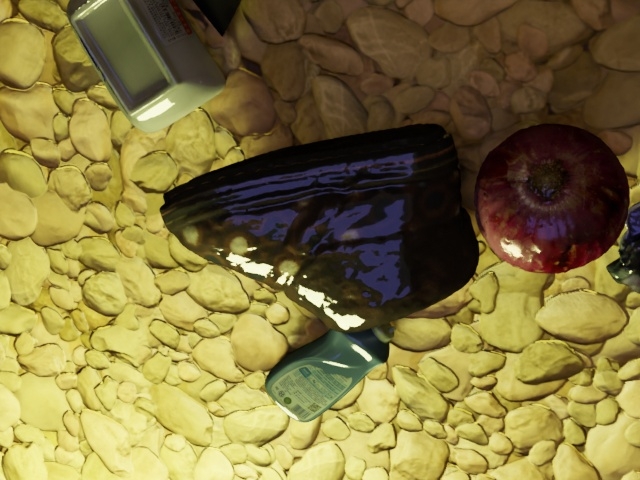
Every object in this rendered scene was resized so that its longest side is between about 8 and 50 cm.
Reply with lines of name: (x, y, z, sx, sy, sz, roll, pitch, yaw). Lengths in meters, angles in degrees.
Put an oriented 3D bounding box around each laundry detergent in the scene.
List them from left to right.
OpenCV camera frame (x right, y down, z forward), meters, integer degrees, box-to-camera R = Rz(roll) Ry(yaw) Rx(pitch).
laundry detergent: (0.021, 0.166, 1.305, 0.206, 0.061, 0.096, -39, 91, 26)

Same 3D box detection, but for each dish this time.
dish: (-0.240, -0.250, 1.234, 0.151, 0.077, 0.212, -26, 99, 25)

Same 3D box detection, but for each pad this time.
pad: (-0.141, -0.324, 1.140, 0.004, 0.190, 0.127, -40, 95, -17)

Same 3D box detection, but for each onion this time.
onion: (0.266, -0.048, 1.101, 0.177, 0.153, 0.177, 3, 97, 29)

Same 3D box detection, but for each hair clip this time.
hair clip: (0.424, -0.011, 1.114, 0.195, 0.052, 0.124, -34, 101, 21)

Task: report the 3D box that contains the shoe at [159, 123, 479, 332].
shoe: (0.000, 0.000, 1.191, 0.384, 0.171, 0.237, -10, 102, 14)
